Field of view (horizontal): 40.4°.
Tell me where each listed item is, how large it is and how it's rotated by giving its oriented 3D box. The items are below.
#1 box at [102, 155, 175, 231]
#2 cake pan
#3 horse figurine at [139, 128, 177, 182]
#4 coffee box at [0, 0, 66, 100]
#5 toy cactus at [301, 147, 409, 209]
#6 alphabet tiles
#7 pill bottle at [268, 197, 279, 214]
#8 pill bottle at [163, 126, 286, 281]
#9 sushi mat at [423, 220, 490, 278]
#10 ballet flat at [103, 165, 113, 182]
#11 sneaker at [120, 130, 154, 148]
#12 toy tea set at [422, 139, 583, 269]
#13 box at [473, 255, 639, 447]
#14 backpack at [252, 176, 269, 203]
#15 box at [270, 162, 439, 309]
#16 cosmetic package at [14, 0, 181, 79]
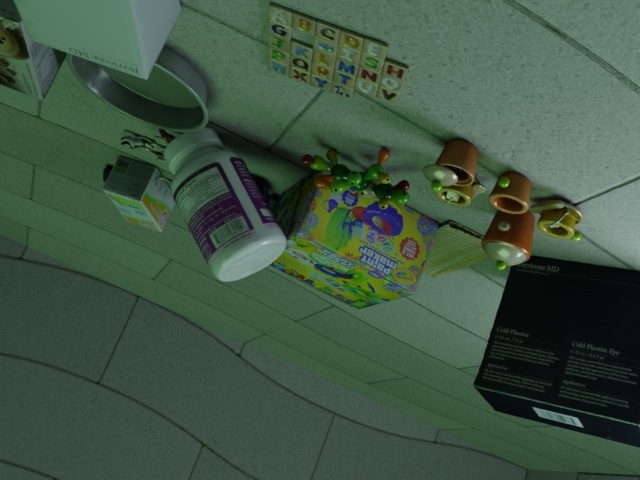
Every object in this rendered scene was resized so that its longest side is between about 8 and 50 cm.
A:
[{"bbox_3d":[-0.467,-0.118,2.266,0.114,0.103,0.203,17,160,13],"label":"box"},{"bbox_3d":[-0.345,-0.312,1.694,0.293,0.054,0.293,19,160,7],"label":"cake pan"},{"bbox_3d":[-0.314,-0.173,2.014,0.174,0.066,0.263,19,161,11],"label":"horse figurine"},{"bbox_3d":[-0.586,-0.399,1.612,0.168,0.119,0.297,21,161,-3],"label":"coffee box"},{"bbox_3d":[0.083,-0.124,1.719,0.219,0.112,0.180,12,178,18],"label":"toy cactus"},{"bbox_3d":[0.024,-0.292,1.427,0.237,0.009,0.198,21,161,3],"label":"alphabet tiles"},{"bbox_3d":[-0.064,-0.006,2.102,0.208,0.118,0.117,29,160,-12],"label":"pill bottle"},{"bbox_3d":[-0.208,-0.080,1.811,0.302,0.169,0.169,61,169,17],"label":"pill bottle"},{"bbox_3d":[0.284,0.027,1.992,0.151,0.019,0.316,27,160,-12],"label":"sushi mat"},{"bbox_3d":[-0.566,-0.150,2.364,0.057,0.049,0.173,20,161,6],"label":"ballet flat"},{"bbox_3d":[-0.428,-0.226,2.036,0.083,0.037,0.032,18,159,6],"label":"sneaker"},{"bbox_3d":[0.309,-0.049,1.600,0.336,0.124,0.200,29,160,-20],"label":"toy tea set"},{"bbox_3d":[0.539,0.223,1.805,0.343,0.313,0.179,10,158,32],"label":"box"},{"bbox_3d":[-0.179,-0.100,2.028,0.120,0.098,0.101,2,160,16],"label":"backpack"},{"bbox_3d":[0.053,0.002,1.929,0.290,0.177,0.279,28,160,-16],"label":"box"},{"bbox_3d":[-0.337,-0.414,1.256,0.217,0.156,0.385,18,160,3],"label":"cosmetic package"}]
